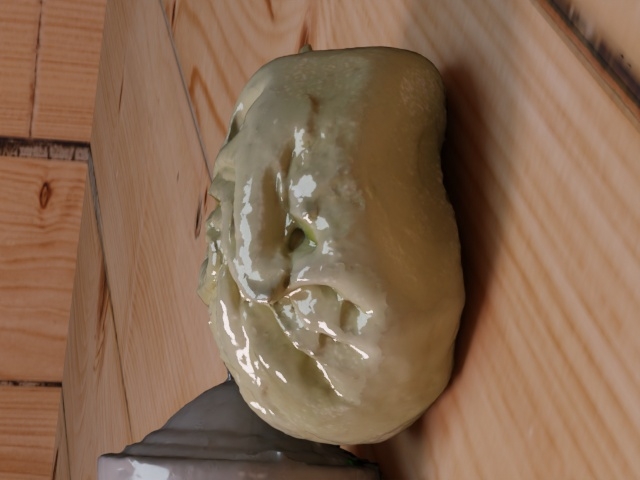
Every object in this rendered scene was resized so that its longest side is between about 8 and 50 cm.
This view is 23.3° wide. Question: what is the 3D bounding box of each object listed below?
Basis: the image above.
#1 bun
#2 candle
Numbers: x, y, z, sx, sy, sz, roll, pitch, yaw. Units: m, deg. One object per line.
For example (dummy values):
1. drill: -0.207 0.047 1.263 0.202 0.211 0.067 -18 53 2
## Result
1. bun: 0.000 0.000 0.878 0.229 0.145 0.229 -179 90 -73
2. candle: -0.053 0.183 0.954 0.187 0.187 0.330 157 116 -74
